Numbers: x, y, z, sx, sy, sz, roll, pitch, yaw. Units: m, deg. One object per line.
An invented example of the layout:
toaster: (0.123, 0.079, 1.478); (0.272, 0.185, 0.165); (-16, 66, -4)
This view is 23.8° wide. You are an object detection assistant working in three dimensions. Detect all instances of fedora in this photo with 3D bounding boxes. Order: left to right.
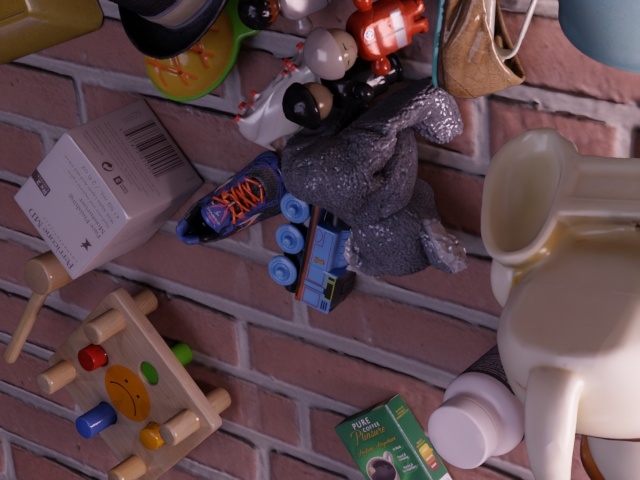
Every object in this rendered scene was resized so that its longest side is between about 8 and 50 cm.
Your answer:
fedora: (-0.211, -0.378, 1.792); (0.334, 0.153, 0.334); (-11, 76, 56)

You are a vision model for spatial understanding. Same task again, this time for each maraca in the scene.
maraca: (-0.150, -0.259, 1.925); (0.186, 0.099, 0.127); (-44, 76, 19)

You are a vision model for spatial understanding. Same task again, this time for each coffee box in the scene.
coffee box: (0.109, 0.304, 2.037); (0.113, 0.040, 0.184); (-33, 90, 44)

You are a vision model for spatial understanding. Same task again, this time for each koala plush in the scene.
koala plush: (0.072, -0.047, 1.797); (0.196, 0.203, 0.221); (-4, 121, 42)

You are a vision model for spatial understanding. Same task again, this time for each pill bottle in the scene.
pill bottle: (0.208, 0.192, 1.797); (0.108, 0.180, 0.108); (19, 123, 32)

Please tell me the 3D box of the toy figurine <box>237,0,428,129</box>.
toy figurine: (0.001, -0.252, 1.707); (0.209, 0.148, 0.213); (59, 163, 10)

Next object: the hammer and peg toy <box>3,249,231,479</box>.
hammer and peg toy: (-0.315, 0.184, 2.271); (0.361, 0.127, 0.266); (52, 136, 6)

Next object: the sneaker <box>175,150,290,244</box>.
sneaker: (-0.112, -0.044, 2.007); (0.221, 0.087, 0.083); (-36, 88, 45)

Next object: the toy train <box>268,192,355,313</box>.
toy train: (0.000, 0.000, 1.948); (0.105, 0.080, 0.184); (24, 124, 18)

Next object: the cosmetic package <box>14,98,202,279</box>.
cosmetic package: (-0.295, -0.071, 2.101); (0.151, 0.151, 0.184); (53, 135, 6)

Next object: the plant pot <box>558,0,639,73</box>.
plant pot: (0.317, -0.304, 1.406); (0.272, 0.272, 0.255); (27, 141, 27)

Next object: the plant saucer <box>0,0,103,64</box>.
plant saucer: (-0.492, -0.411, 2.141); (0.333, 0.081, 0.332); (-11, 104, 43)

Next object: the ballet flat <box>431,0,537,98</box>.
ballet flat: (0.179, -0.311, 1.621); (0.124, 0.116, 0.342); (4, 117, 16)

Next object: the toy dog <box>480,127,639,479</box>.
toy dog: (0.352, 0.130, 1.533); (0.285, 0.395, 0.408); (-6, 142, 28)

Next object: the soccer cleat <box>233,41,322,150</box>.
soccer cleat: (-0.028, -0.185, 1.888); (0.076, 0.068, 0.196); (36, 131, -18)
